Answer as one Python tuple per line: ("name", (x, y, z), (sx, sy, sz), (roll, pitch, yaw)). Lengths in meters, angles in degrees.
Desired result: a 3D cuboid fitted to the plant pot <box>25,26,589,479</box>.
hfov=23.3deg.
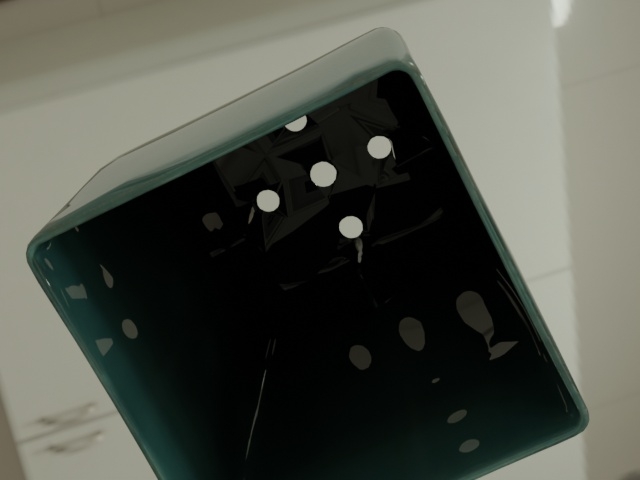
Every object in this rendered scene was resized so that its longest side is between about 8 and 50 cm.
("plant pot", (0.000, 0.000, 0.703), (0.165, 0.166, 0.234), (62, 10, -16))
